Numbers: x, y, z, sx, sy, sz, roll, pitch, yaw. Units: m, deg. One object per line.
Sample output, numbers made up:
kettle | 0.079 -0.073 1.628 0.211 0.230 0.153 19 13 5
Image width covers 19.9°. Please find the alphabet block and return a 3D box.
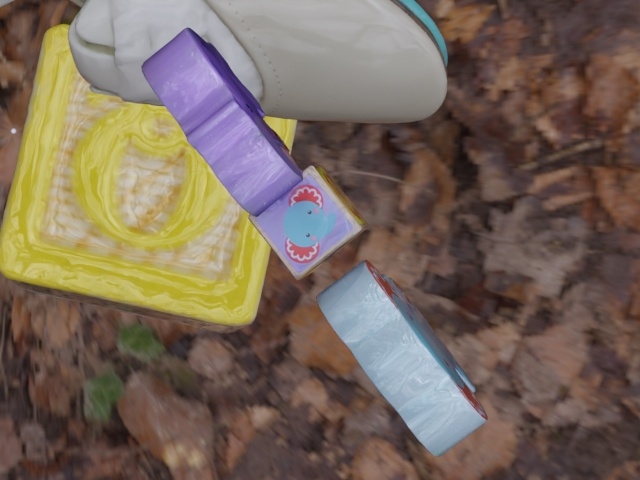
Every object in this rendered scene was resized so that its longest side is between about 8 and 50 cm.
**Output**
alphabet block | -0.130 -0.039 1.378 0.193 0.197 0.192 11 86 -5

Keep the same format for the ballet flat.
ballet flat | -0.076 -0.093 0.609 0.248 0.086 0.086 34 87 16

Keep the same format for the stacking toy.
stacking toy | 0.000 0.000 0.478 0.167 0.052 0.221 -40 88 7
